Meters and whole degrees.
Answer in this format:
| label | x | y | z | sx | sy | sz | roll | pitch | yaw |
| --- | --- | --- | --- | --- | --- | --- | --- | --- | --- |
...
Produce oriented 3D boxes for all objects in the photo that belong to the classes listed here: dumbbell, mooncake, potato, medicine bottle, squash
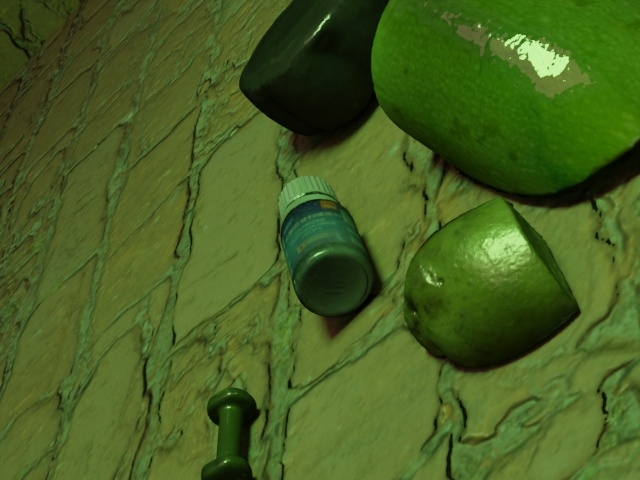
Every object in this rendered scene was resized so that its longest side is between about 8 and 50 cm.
| label | x | y | z | sx | sy | sz | roll | pitch | yaw |
| --- | --- | --- | --- | --- | --- | --- | --- | --- | --- |
| dumbbell | -0.090 | 0.199 | 1.249 | 0.052 | 0.046 | 0.118 | -35 | 29 | 21 |
| mooncake | 0.009 | -0.244 | 1.582 | 0.245 | 0.133 | 0.245 | -40 | 27 | 25 |
| potato | 0.125 | 0.048 | 1.042 | 0.149 | 0.081 | 0.120 | -44 | 23 | 15 |
| medicine bottle | 0.000 | 0.000 | 1.326 | 0.083 | 0.083 | 0.203 | -46 | 23 | 13 |
| squash | 0.221 | -0.150 | 1.177 | 0.233 | 0.210 | 0.309 | -51 | 53 | -2 |
